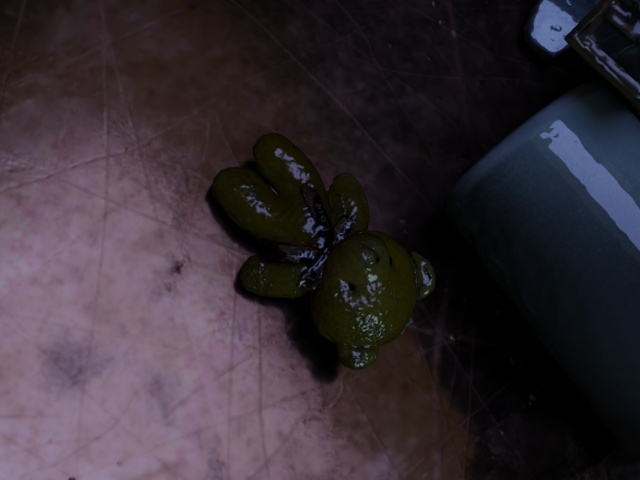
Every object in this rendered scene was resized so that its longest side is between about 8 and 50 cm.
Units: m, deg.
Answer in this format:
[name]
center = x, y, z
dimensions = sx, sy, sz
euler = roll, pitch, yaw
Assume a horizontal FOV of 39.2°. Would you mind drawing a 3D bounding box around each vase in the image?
[vase]
center = 0.255, 0.029, 0.779
dimensions = 0.245, 0.245, 0.291
euler = -35, 80, -25

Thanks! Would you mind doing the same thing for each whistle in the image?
[whistle]
center = 0.293, -0.282, 0.958
dimensions = 0.123, 0.123, 0.223
euler = 38, 85, -5

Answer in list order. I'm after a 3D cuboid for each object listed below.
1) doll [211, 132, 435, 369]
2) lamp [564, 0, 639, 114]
[doll]
center = 0.000, 0.000, 0.758
dimensions = 0.209, 0.097, 0.137
euler = 44, 70, 4
[lamp]
center = 0.288, -0.172, 0.802
dimensions = 0.089, 0.325, 0.090
euler = 46, 109, 7
